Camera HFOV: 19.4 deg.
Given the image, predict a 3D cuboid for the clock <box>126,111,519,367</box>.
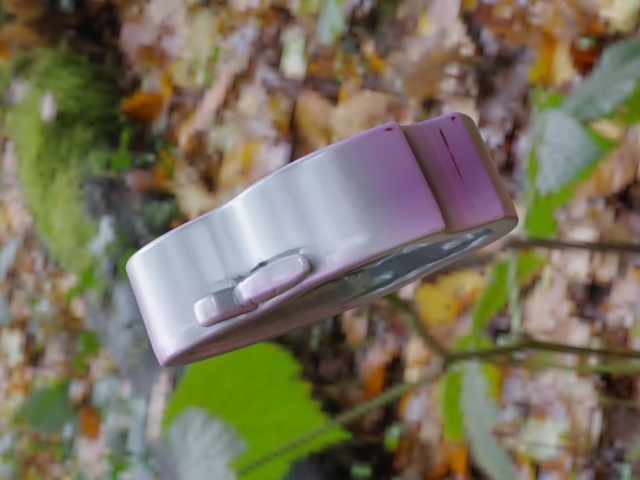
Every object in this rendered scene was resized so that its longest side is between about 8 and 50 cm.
[{"bbox_3d":[0.000,0.000,1.599,0.102,0.338,0.338,67,157,7],"label":"clock"}]
